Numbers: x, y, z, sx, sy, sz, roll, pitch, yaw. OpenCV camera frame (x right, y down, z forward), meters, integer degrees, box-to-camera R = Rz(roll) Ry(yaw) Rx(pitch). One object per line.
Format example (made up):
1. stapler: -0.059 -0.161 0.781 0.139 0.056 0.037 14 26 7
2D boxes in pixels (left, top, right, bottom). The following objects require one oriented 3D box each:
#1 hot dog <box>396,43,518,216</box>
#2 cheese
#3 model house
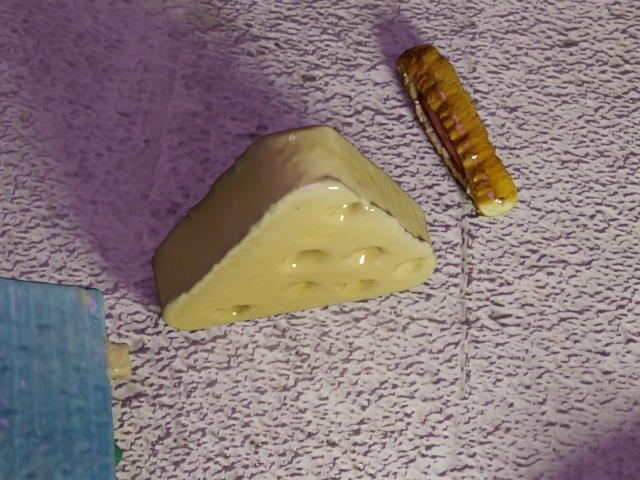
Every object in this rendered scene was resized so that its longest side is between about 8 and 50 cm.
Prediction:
1. hot dog: 0.201 -0.165 1.572 0.083 0.068 0.289 -21 72 -19
2. cheese: 0.001 -0.001 1.404 0.384 0.384 0.104 -10 64 -8
3. model house: -0.371 0.251 1.215 0.343 0.382 0.334 -7 72 -5
